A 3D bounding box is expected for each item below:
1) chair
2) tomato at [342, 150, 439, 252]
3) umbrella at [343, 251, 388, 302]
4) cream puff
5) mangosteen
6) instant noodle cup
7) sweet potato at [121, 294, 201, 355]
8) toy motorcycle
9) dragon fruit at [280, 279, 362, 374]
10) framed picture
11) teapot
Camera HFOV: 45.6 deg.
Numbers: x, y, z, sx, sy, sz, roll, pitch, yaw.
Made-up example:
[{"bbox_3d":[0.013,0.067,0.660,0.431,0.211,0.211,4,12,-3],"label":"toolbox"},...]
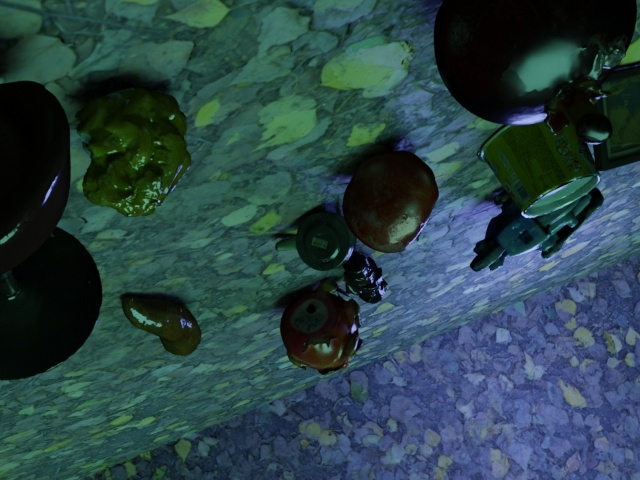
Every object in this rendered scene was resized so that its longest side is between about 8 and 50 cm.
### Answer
[{"bbox_3d":[-0.359,-0.009,0.806,0.227,0.226,0.401,-16,160,-19],"label":"chair"},{"bbox_3d":[0.120,-0.075,1.302,0.187,0.151,0.187,-63,175,-10],"label":"tomato"},{"bbox_3d":[0.107,0.089,1.813,0.094,0.090,0.326,-3,164,9],"label":"umbrella"},{"bbox_3d":[-0.209,-0.095,0.871,0.121,0.156,0.156,-9,159,-7],"label":"cream puff"},{"bbox_3d":[0.264,-0.215,0.890,0.236,0.261,0.235,-21,159,-8],"label":"mangosteen"},{"bbox_3d":[0.422,-0.144,1.444,0.205,0.152,0.205,-20,160,-8],"label":"instant noodle cup"},{"bbox_3d":[-0.311,0.166,1.552,0.097,0.097,0.292,-23,153,1],"label":"sweet potato"},{"bbox_3d":[0.501,-0.039,1.771,0.241,0.182,0.319,-2,151,-47],"label":"toy motorcycle"},{"bbox_3d":[0.007,0.225,1.894,0.224,0.224,0.227,-24,156,4],"label":"dragon fruit"},{"bbox_3d":[0.541,-0.220,1.369,0.128,0.168,0.023,-16,-165,-23],"label":"framed picture"},{"bbox_3d":[0.007,0.008,1.452,0.149,0.111,0.108,-37,171,23],"label":"teapot"}]
